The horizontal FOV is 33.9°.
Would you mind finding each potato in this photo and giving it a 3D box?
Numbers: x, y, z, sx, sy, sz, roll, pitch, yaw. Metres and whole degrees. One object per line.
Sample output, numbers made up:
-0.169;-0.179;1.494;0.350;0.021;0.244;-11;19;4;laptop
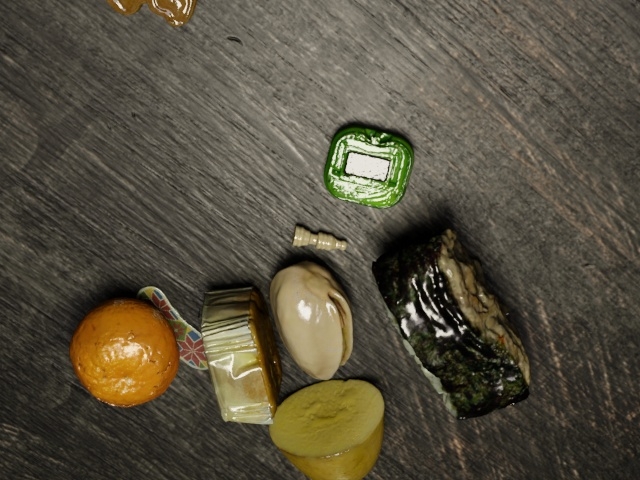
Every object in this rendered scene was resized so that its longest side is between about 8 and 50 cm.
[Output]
0.025;0.361;1.863;0.203;0.178;0.158;-24;128;-14;potato

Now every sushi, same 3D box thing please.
0.223;0.139;1.735;0.171;0.211;0.350;-30;114;9;sushi

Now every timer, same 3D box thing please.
0.078;-0.119;1.714;0.140;0.047;0.128;13;112;-3;timer

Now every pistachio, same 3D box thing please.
-0.011;0.134;1.784;0.152;0.126;0.223;2;123;38;pistachio

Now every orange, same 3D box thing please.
-0.332;0.187;1.797;0.193;0.161;0.193;3;124;5;orange

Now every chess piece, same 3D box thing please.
0.000;0.000;1.775;0.092;0.035;0.035;11;112;-6;chess piece

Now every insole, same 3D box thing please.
-0.256;0.157;1.862;0.065;0.006;0.193;-32;108;14;insole

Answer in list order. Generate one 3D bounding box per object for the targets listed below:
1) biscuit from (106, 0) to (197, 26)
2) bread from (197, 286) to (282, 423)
-0.281;-0.456;1.593;0.208;0.041;0.290;-27;108;13;biscuit
-0.127;0.192;1.771;0.110;0.192;0.209;-11;111;4;bread
